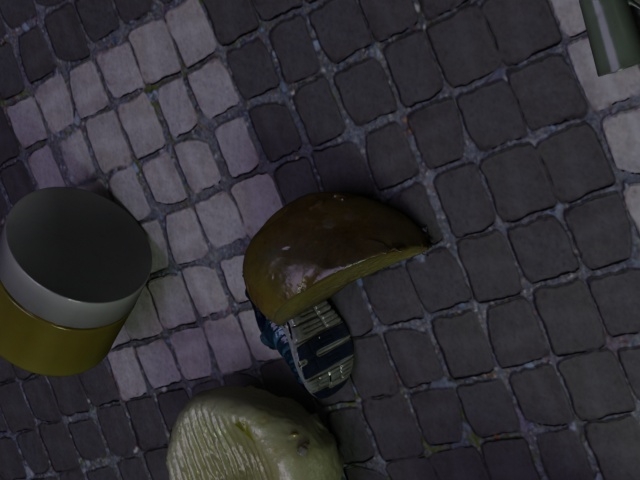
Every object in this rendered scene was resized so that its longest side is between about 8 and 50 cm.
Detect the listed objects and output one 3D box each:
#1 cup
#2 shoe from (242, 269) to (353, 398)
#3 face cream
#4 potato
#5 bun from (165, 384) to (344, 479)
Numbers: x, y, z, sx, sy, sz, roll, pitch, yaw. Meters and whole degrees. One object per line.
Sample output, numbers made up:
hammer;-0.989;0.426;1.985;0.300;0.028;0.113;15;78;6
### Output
cup;0.308;-0.218;1.543;0.075;0.054;0.083;-14;94;46
shoe;-0.034;0.112;1.977;0.207;0.091;0.106;62;147;5
face cream;-0.374;0.061;2.170;0.218;0.218;0.179;48;133;18
potato;0.000;0.000;1.842;0.243;0.098;0.138;-28;70;20
bun;-0.080;0.318;2.049;0.259;0.160;0.259;2;93;34
